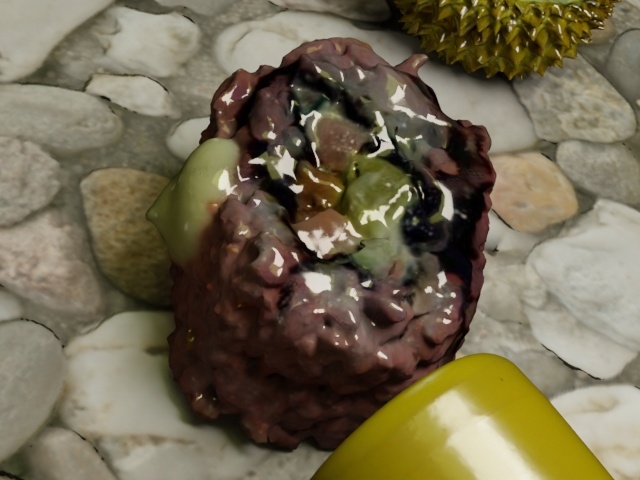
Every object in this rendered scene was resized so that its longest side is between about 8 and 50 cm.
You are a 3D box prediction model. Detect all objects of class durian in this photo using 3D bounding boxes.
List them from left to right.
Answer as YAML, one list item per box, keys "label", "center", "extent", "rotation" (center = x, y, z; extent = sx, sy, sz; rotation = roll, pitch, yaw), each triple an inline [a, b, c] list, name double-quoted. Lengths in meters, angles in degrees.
- label: "durian"
  center: [0.127, -0.219, 1.330]
  extent: [0.237, 0.138, 0.193]
  rotation: [32, 51, 8]

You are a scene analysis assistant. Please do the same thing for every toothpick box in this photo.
- label: "toothpick box"
  center: [0.125, 0.215, 0.910]
  extent: [0.175, 0.175, 0.271]
  rotation: [-26, 65, -37]

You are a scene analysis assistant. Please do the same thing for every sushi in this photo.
- label: "sushi"
  center: [0.000, 0.000, 1.058]
  extent: [0.236, 0.171, 0.270]
  rotation: [15, 51, -8]
